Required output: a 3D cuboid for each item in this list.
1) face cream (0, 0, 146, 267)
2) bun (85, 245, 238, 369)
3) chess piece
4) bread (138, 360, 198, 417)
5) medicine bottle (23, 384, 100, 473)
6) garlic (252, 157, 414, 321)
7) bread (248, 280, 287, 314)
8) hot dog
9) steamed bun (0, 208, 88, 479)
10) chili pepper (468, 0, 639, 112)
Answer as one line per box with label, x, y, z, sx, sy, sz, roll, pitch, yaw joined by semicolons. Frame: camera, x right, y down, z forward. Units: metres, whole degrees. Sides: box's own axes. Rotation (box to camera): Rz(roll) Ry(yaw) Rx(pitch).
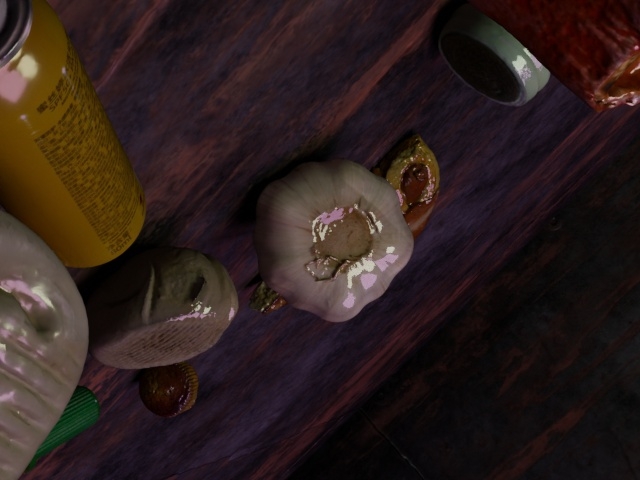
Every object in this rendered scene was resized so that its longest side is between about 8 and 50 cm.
face cream;-0.204;-0.083;0.737;0.105;0.105;0.349;-38;163;-11
bun;-0.176;0.066;1.158;0.173;0.113;0.166;-19;159;6
chess piece;0.271;-0.300;1.265;0.272;0.139;0.139;-51;165;-10
bread;-0.213;0.206;1.478;0.085;0.085;0.053;-47;169;18
medicine bottle;-0.385;0.253;1.220;0.111;0.076;0.309;-26;180;44
garlic;0.000;0.000;1.331;0.199;0.199;0.226;-38;-171;-13
bread;-0.028;0.034;1.513;0.154;0.054;0.136;-30;162;-51
hot dog;0.117;-0.046;1.565;0.123;0.093;0.261;-35;162;-23
steamed bun;-0.357;0.110;0.630;0.342;0.255;0.368;41;68;-56
chili pepper;0.255;-0.272;0.955;0.251;0.305;0.229;-44;161;15
